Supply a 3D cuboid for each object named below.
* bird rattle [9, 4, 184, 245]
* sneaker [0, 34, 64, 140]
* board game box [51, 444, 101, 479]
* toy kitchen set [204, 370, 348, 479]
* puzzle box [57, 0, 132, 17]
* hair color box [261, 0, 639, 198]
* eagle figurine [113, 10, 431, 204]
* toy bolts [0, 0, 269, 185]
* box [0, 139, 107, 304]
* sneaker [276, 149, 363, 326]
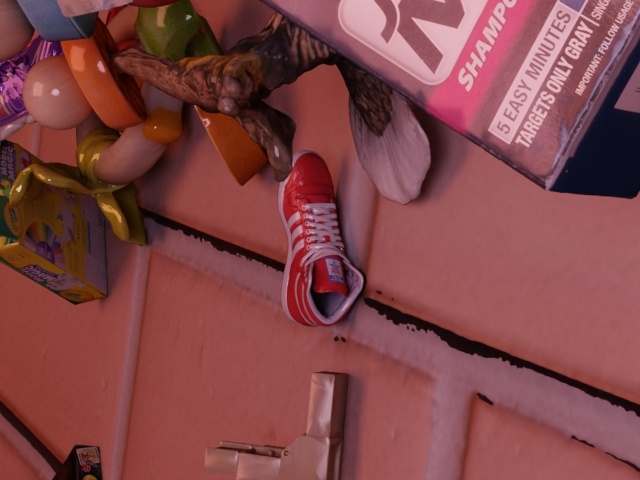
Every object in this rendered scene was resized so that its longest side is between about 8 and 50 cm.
[{"bbox_3d":[-0.173,-0.127,1.384,0.207,0.143,0.253,-29,45,47],"label":"bird rattle"},{"bbox_3d":[-0.278,-0.130,1.342,0.170,0.071,0.068,-37,40,22],"label":"sneaker"},{"bbox_3d":[-0.264,0.318,1.534,0.259,0.030,0.136,-52,42,48],"label":"board game box"},{"bbox_3d":[-0.024,0.121,1.032,0.068,0.083,0.075,11,-96,-74],"label":"toy kitchen set"},{"bbox_3d":[-0.138,-0.365,1.029,0.409,0.052,0.272,-74,-29,-49],"label":"puzzle box"},{"bbox_3d":[0.031,-0.180,0.717,0.347,0.105,0.174,36,108,27],"label":"hair color box"},{"bbox_3d":[0.023,-0.190,0.909,0.226,0.225,0.298,35,84,19],"label":"eagle figurine"},{"bbox_3d":[-0.162,-0.129,1.151,0.218,0.158,0.228,65,-177,36],"label":"toy bolts"},{"bbox_3d":[-0.261,-0.016,1.446,0.043,0.179,0.105,-15,64,17],"label":"box"},{"bbox_3d":[0.000,0.000,1.029,0.067,0.042,0.118,-168,76,-68],"label":"sneaker"}]
